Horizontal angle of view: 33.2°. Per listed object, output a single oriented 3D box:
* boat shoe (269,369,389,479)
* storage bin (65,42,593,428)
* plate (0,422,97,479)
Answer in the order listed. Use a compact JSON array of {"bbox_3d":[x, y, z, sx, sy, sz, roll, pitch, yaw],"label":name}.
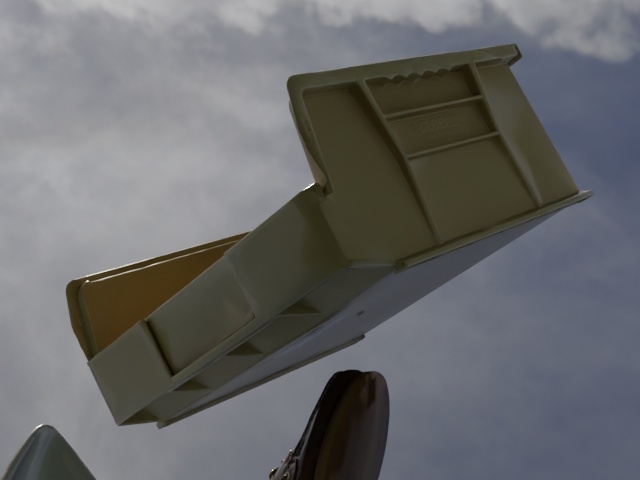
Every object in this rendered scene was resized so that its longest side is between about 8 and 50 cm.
[{"bbox_3d":[-0.010,0.186,0.751,0.073,0.073,0.207,5,-111,37],"label":"boat shoe"},{"bbox_3d":[0.000,0.000,0.723,0.260,0.262,0.123,-17,-104,-48],"label":"storage bin"},{"bbox_3d":[-0.099,0.258,0.459,0.045,0.278,0.277,-27,-73,16],"label":"plate"}]
